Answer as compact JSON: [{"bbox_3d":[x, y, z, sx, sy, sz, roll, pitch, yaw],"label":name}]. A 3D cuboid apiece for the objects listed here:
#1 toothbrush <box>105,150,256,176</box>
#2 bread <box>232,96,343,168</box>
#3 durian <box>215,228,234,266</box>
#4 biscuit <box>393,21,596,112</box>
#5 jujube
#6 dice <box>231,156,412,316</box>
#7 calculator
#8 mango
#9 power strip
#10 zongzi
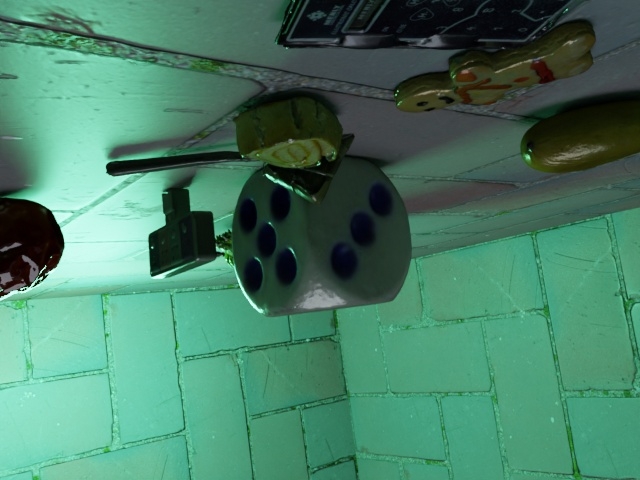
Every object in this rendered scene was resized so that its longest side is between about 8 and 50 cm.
[{"bbox_3d":[-0.164,-0.119,0.951,0.297,0.031,0.030,-7,-178,2],"label":"toothbrush"},{"bbox_3d":[-0.036,-0.134,0.838,0.117,0.064,0.156,-5,175,16],"label":"bread"},{"bbox_3d":[-0.186,0.016,1.645,0.106,0.132,0.375,-38,166,22],"label":"durian"},{"bbox_3d":[0.201,-0.191,0.783,0.234,0.030,0.153,-11,170,22],"label":"biscuit"},{"bbox_3d":[-0.550,0.019,1.072,0.250,0.174,0.174,-21,176,-14],"label":"jujube"},{"bbox_3d":[0.000,0.000,1.180,0.259,0.251,0.243,-1,172,-41],"label":"dice"},{"bbox_3d":[0.107,-0.207,0.565,0.274,0.028,0.165,-5,172,-17],"label":"calculator"},{"bbox_3d":[0.425,-0.163,1.008,0.237,0.091,0.137,-16,176,15],"label":"mango"},{"bbox_3d":[-0.247,-0.018,1.175,0.061,0.145,0.215,-1,171,-36],"label":"power strip"},{"bbox_3d":[-0.021,-0.129,1.000,0.109,0.119,0.055,29,-174,12],"label":"zongzi"}]
